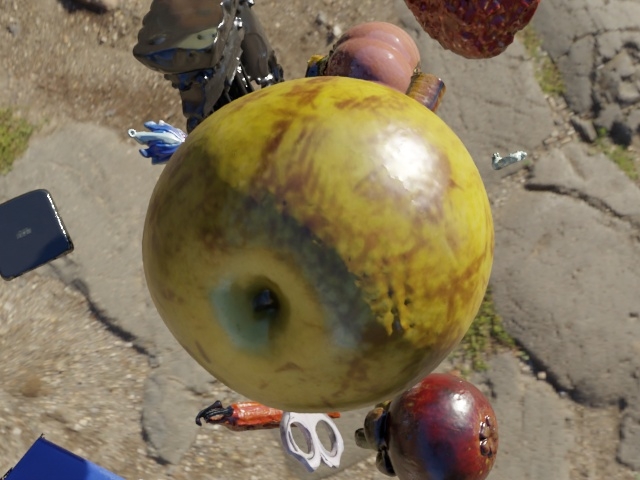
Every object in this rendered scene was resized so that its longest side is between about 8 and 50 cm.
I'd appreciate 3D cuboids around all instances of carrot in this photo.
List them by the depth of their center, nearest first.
[{"bbox_3d":[0.104,-0.139,1.123,0.048,0.048,0.139,35,63,-13],"label":"carrot"}]

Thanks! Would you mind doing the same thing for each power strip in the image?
[{"bbox_3d":[0.362,-0.161,1.821,0.055,0.083,0.035,-21,90,-28],"label":"power strip"}]

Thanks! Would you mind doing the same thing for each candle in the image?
[{"bbox_3d":[-0.083,0.296,1.631,0.301,0.084,0.059,2,89,-34],"label":"candle"}]

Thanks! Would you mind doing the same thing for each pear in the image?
[{"bbox_3d":[0.000,0.000,0.738,0.280,0.280,0.281,3,80,-20],"label":"pear"}]

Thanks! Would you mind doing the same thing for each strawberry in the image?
[{"bbox_3d":[0.190,-0.444,1.342,0.292,0.292,0.343,-3,112,-21],"label":"strawberry"}]

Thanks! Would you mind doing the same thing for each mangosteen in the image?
[{"bbox_3d":[0.174,0.330,1.603,0.215,0.257,0.215,6,83,-57],"label":"mangosteen"}]

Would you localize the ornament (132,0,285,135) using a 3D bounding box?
[{"bbox_3d":[-0.114,-0.204,1.174,0.251,0.106,0.260,-78,155,-42],"label":"ornament"}]

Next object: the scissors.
[{"bbox_3d":[-0.030,0.143,0.950,0.100,0.015,0.189,13,51,-59],"label":"scissors"}]

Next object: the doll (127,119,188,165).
[{"bbox_3d":[-0.285,-0.183,1.844,0.195,0.070,0.096,15,67,-23],"label":"doll"}]

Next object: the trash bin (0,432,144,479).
[{"bbox_3d":[-0.399,0.443,1.522,0.234,0.162,0.184,28,56,14],"label":"trash bin"}]

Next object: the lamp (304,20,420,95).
[{"bbox_3d":[0.085,-0.322,2.006,0.239,0.305,0.305,17,74,8],"label":"lamp"}]

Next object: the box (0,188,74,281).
[{"bbox_3d":[-0.477,-0.011,1.523,0.126,0.027,0.125,-25,79,-4],"label":"box"}]
